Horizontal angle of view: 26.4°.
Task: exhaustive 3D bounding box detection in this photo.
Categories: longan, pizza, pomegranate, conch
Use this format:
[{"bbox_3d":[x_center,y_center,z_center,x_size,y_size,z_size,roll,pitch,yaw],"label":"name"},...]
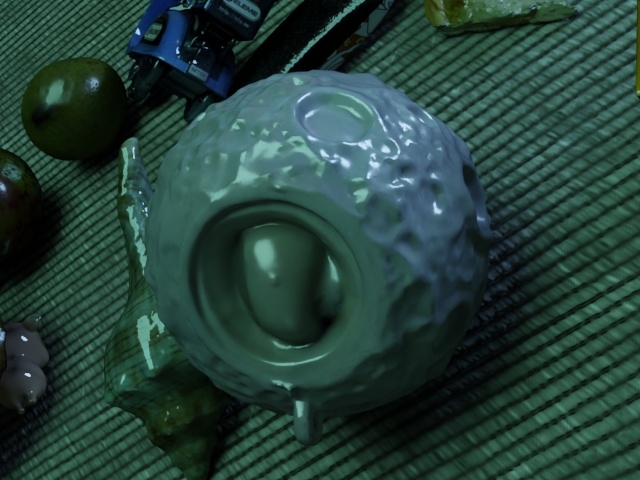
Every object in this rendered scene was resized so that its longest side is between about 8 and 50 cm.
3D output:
[{"bbox_3d":[-0.346,-0.191,1.956,0.155,0.145,0.176,-3,20,28],"label":"longan"},{"bbox_3d":[0.209,-0.303,1.558,0.181,0.034,0.262,-54,39,-2],"label":"pizza"},{"bbox_3d":[-0.504,-0.022,1.938,0.198,0.198,0.246,29,84,51],"label":"pomegranate"},{"bbox_3d":[-0.156,0.083,1.537,0.203,0.169,0.386,133,140,-72],"label":"conch"}]

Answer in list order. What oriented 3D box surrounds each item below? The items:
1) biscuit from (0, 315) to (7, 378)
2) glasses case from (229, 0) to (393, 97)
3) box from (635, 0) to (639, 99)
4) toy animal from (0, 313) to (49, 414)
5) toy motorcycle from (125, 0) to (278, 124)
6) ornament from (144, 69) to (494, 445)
[{"bbox_3d":[-0.498,0.172,1.787,0.296,0.102,0.296,-13,75,59],"label":"biscuit"},{"bbox_3d":[-0.012,-0.247,1.709,0.267,0.067,0.103,-42,40,15],"label":"glasses case"},{"bbox_3d":[0.424,-0.212,1.137,0.259,0.214,0.283,-15,54,34],"label":"box"},{"bbox_3d":[-0.394,0.163,1.782,0.089,0.083,0.150,103,152,-47],"label":"toy animal"},{"bbox_3d":[-0.171,-0.271,1.816,0.212,0.125,0.358,-60,21,-2],"label":"toy motorcycle"},{"bbox_3d":[0.000,0.000,1.319,0.337,0.337,0.337,-25,47,30],"label":"ornament"}]
